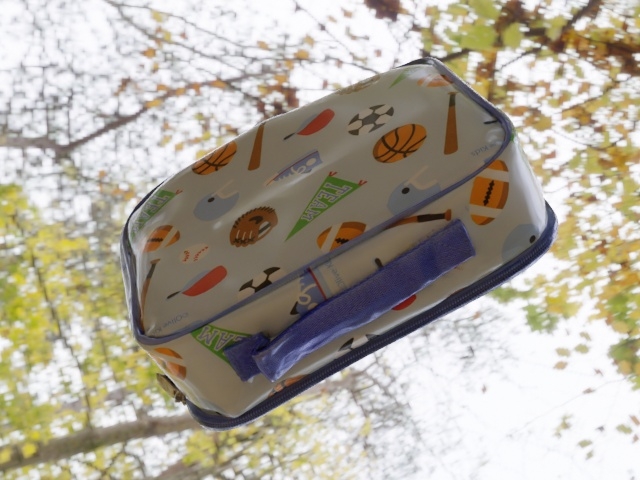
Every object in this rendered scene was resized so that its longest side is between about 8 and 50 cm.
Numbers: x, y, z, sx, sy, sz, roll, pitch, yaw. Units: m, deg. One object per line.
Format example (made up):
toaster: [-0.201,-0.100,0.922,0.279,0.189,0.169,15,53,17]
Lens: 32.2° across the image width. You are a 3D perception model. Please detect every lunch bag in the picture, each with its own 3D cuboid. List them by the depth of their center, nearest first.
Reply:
lunch bag: [0.000,0.000,0.783,0.303,0.243,0.115,-30,-59,1]
